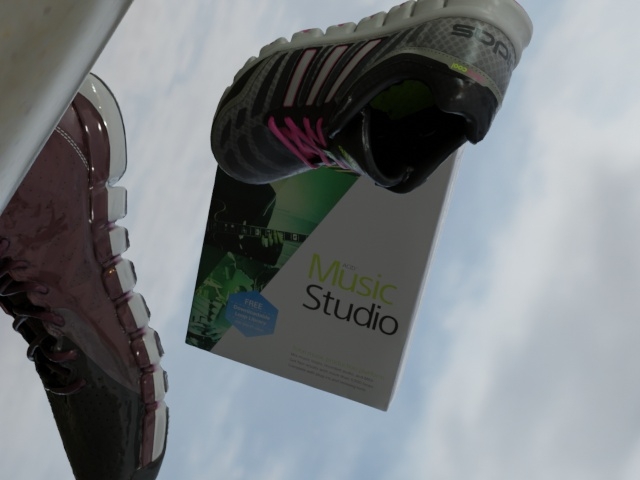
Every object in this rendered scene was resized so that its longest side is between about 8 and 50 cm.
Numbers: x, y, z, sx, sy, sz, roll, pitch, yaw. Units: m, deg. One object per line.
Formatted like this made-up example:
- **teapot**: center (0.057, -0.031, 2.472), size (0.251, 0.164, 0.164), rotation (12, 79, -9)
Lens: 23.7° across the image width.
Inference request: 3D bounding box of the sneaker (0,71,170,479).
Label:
- **sneaker**: center (-0.194, 0.034, 0.935), size (0.106, 0.162, 0.281), rotation (-16, -98, 47)

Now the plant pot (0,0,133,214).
- **plant pot**: center (-0.131, -0.147, 0.329), size (0.305, 0.334, 0.334), rotation (-64, -162, 14)

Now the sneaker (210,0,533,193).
- **sneaker**: center (0.013, -0.054, 0.674), size (0.170, 0.063, 0.074), rotation (-18, -139, 33)

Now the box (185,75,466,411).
- **box**: center (0.000, 0.000, 1.545), size (0.058, 0.232, 0.322), rotation (-57, 162, -60)
